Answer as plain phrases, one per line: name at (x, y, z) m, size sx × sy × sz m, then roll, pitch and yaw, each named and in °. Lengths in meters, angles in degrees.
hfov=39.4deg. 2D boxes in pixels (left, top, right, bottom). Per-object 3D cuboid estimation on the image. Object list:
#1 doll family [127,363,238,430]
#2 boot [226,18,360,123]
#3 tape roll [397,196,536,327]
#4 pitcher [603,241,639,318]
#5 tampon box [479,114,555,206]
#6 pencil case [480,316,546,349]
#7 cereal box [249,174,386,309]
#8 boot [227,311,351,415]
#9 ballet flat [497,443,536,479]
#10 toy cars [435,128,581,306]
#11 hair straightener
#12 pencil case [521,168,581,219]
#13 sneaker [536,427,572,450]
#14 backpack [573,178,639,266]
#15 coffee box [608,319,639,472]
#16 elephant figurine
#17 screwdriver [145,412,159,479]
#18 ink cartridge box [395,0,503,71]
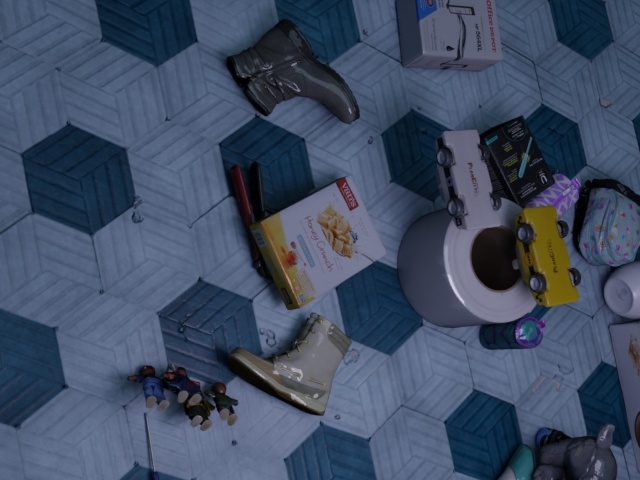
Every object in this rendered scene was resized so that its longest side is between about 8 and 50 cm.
doll family at (-0.227, 0.254, 1.492) m, size 0.193 × 0.111 × 0.076 m, roll 36°, pitch 101°, yaw -30°
boot at (-0.055, -0.282, 1.691) m, size 0.161 × 0.083 × 0.246 m, roll -44°, pitch 96°, yaw -19°
tape roll at (0.296, 0.046, 1.751) m, size 0.246 × 0.169 × 0.246 m, roll 5°, pitch 79°, yaw -25°
pitcher at (0.719, 0.082, 1.995) m, size 0.207 × 0.125 × 0.177 m, roll -13°, pitch 57°, yaw -30°
tampon box at (0.386, -0.156, 1.866) m, size 0.120 × 0.101 × 0.161 m, roll -31°, pitch 96°, yaw -27°
pencil case at (0.379, 0.184, 1.777) m, size 0.070 × 0.152 × 0.064 m, roll -23°, pitch 91°, yaw -20°
cereal box at (0.000, 0.000, 1.654) m, size 0.240 × 0.047 × 0.173 m, roll -31°, pitch 99°, yaw -37°
boot at (-0.052, 0.199, 1.603) m, size 0.213 × 0.077 × 0.165 m, roll 34°, pitch 69°, yaw -23°
ballet flat at (0.378, 0.525, 1.763) m, size 0.087 × 0.083 × 0.247 m, roll 5°, pitch 77°, yaw -11°
toy cars at (0.330, -0.034, 1.642) m, size 0.394 × 0.087 × 0.176 m, roll 42°, pitch 61°, yaw -11°
hair straightener at (-0.096, -0.033, 1.635) m, size 0.089 × 0.047 × 0.230 m, roll -14°, pitch 88°, yaw -28°
pencil case at (0.471, -0.057, 1.901) m, size 0.206 × 0.088 × 0.086 m, roll -45°, pitch 107°, yaw -24°
sneaker at (0.525, 0.458, 1.845) m, size 0.188 × 0.078 × 0.067 m, roll 46°, pitch 63°, yaw -14°
backpack at (0.636, -0.032, 1.965) m, size 0.152 × 0.115 × 0.182 m, roll 27°, pitch 73°, yaw -23°
coffee box at (0.879, 0.308, 1.904) m, size 0.338 × 0.334 × 0.337 m, roll -9°, pitch 86°, yaw -26°
elephant figurine at (0.538, 0.483, 1.760) m, size 0.239 × 0.186 × 0.169 m, roll 35°, pitch 55°, yaw -36°
screwdriver at (-0.277, 0.372, 1.489) m, size 0.024 × 0.025 × 0.169 m, roll -5°, pitch 85°, yaw -27°
ink cartridge box at (0.269, -0.438, 1.865) m, size 0.203 × 0.086 × 0.148 m, roll -3°, pitch 83°, yaw -26°
